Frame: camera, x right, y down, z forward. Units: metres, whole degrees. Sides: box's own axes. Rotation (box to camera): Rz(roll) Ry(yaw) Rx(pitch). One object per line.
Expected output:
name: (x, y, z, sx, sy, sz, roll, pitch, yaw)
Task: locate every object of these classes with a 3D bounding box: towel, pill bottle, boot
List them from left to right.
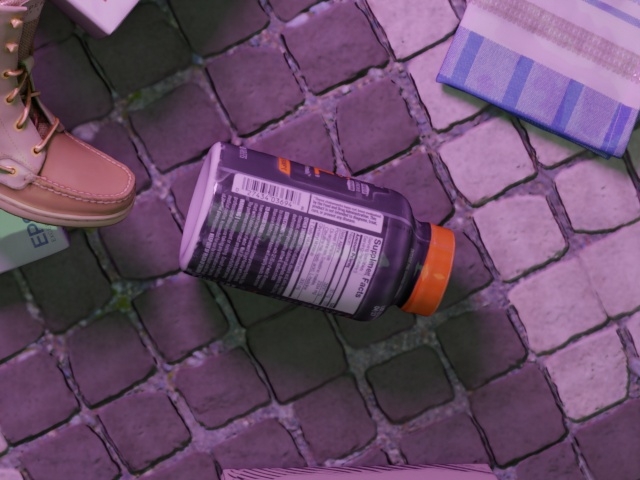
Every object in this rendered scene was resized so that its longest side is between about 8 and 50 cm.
boot: (-0.259, -0.134, 1.584, 0.262, 0.095, 0.203, 25, 126, -6)
pill bottle: (0.000, 0.000, 1.708, 0.246, 0.130, 0.130, 16, 99, -10)
towel: (0.259, -0.240, 1.741, 0.209, 0.034, 0.285, 24, 98, -10)

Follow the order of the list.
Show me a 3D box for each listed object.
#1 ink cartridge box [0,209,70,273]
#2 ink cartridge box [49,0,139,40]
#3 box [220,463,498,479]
ink cartridge box: (-0.376, -0.057, 1.694, 0.224, 0.045, 0.223, -22, 103, -2)
ink cartridge box: (-0.232, -0.336, 1.610, 0.273, 0.114, 0.197, 39, 86, -13)
box: (0.040, 0.285, 1.788, 0.275, 0.094, 0.113, 1, 102, -7)
